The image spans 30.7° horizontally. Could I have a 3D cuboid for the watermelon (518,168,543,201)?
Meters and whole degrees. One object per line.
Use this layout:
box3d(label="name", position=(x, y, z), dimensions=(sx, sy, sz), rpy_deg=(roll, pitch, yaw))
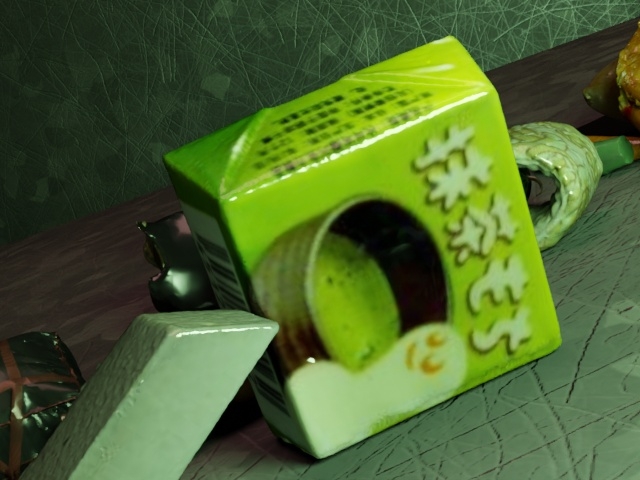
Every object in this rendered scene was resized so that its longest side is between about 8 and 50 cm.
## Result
box3d(label="watermelon", position=(0.243, -0.078, 1.589), dimensions=(0.109, 0.109, 0.109), rpy_deg=(-21, 11, 4))

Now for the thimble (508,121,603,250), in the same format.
box3d(label="thimble", position=(0.240, -0.057, 1.407), dimensions=(0.190, 0.137, 0.143), rpy_deg=(-32, 6, 30))

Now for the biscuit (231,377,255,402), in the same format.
box3d(label="biscuit", position=(-0.136, 0.153, 1.252), dimensions=(0.212, 0.036, 0.212), rpy_deg=(-8, 2, 0))

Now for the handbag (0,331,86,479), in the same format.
box3d(label="handbag", position=(-0.341, 0.202, 1.221), dimensions=(0.215, 0.155, 0.169), rpy_deg=(-23, 25, -12))

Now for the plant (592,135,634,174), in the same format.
box3d(label="plant", position=(0.381, -0.111, 1.616), dimensions=(0.102, 0.051, 0.051), rpy_deg=(-21, 9, 39))

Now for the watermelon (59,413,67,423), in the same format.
box3d(label="watermelon", position=(-0.191, 0.210, 1.136), dimensions=(0.155, 0.080, 0.101), rpy_deg=(-3, 17, -23))

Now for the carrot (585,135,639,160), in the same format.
box3d(label="carrot", position=(0.378, -0.130, 1.701), dimensions=(0.062, 0.066, 0.271), rpy_deg=(-65, 24, -8))

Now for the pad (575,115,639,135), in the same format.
box3d(label="pad", position=(0.525, -0.205, 1.897), dimensions=(0.170, 0.006, 0.245), rpy_deg=(-25, 11, -12))

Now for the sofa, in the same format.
box3d(label="sofa", position=(-0.144, 0.028, 1.776), dimensions=(0.258, 0.182, 0.200), rpy_deg=(-24, -7, -11))

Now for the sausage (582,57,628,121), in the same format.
box3d(label="sausage", position=(0.620, -0.260, 1.658), dimensions=(0.501, 0.123, 0.136), rpy_deg=(-14, -14, 36))

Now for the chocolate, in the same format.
box3d(label="chocolate", position=(0.051, 0.013, 1.027), dimensions=(0.289, 0.300, 0.137), rpy_deg=(-24, 25, -10))

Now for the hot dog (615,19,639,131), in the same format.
box3d(label="hot dog", position=(0.474, -0.205, 1.538), dimensions=(0.153, 0.150, 0.256), rpy_deg=(-37, 29, 28))

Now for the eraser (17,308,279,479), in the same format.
box3d(label="eraser", position=(-0.170, 0.184, 0.883), dimensions=(0.352, 0.077, 0.111), rpy_deg=(-56, 22, -12))
